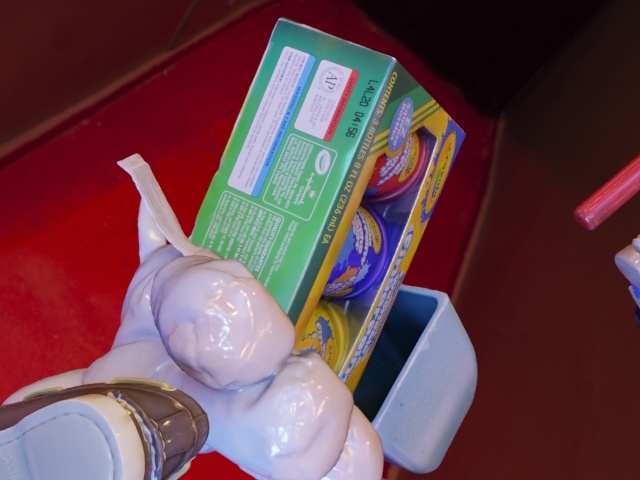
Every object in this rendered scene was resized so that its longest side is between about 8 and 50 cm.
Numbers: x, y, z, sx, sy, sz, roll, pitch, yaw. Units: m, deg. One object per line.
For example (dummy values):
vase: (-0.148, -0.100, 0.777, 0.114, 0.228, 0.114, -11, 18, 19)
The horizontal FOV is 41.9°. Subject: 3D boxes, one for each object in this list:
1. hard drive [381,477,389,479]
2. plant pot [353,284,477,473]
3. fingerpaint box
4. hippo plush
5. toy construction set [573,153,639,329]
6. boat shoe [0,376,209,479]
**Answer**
hard drive: (0.127, 0.569, 1.665, 0.255, 0.054, 0.172, 22, 58, -12)
plant pot: (0.108, 0.235, 1.345, 0.252, 0.247, 0.248, 50, 63, -37)
fingerpaint box: (0.000, 0.000, 1.082, 0.163, 0.444, 0.371, 24, 3, 22)
hippo plush: (-0.125, 0.121, 0.570, 0.294, 0.236, 0.234, 49, -9, 3)
toy construction set: (0.401, 0.017, 0.700, 0.309, 0.237, 0.257, 49, -2, -4)
boat shoe: (-0.158, 0.126, 0.468, 0.069, 0.228, 0.081, -9, 83, -53)
